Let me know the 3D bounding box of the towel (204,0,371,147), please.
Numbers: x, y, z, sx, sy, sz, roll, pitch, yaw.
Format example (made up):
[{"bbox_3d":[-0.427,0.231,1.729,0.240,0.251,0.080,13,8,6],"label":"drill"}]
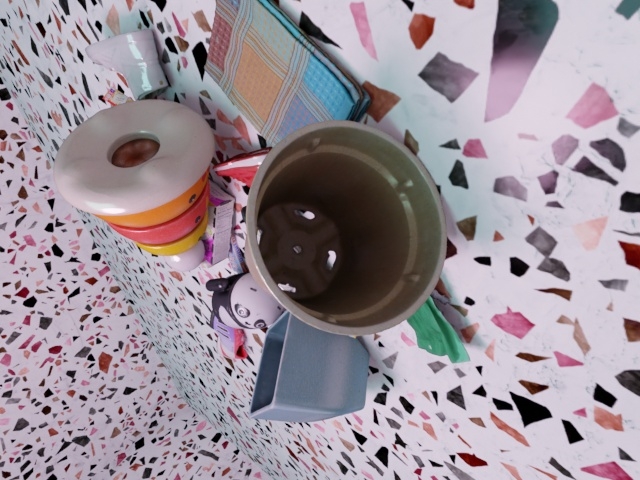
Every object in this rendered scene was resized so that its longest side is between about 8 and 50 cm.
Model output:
[{"bbox_3d":[-0.090,-0.302,0.850,0.370,0.040,0.271,48,145,8],"label":"towel"}]

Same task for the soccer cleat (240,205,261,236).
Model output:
[{"bbox_3d":[-0.135,-0.025,1.141,0.178,0.060,0.072,52,137,-9],"label":"soccer cleat"}]

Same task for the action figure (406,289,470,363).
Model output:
[{"bbox_3d":[0.202,0.128,0.861,0.137,0.063,0.232,-5,119,54],"label":"action figure"}]

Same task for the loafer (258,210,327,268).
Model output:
[{"bbox_3d":[-0.061,0.059,1.070,0.112,0.111,0.319,-12,111,53],"label":"loafer"}]

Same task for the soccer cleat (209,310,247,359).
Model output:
[{"bbox_3d":[-0.348,0.349,1.702,0.117,0.108,0.318,16,133,15],"label":"soccer cleat"}]

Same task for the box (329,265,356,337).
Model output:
[{"bbox_3d":[0.057,0.149,1.056,0.054,0.059,0.168,6,124,49],"label":"box"}]

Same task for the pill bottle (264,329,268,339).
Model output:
[{"bbox_3d":[-0.127,0.362,1.427,0.103,0.103,0.184,33,141,28],"label":"pill bottle"}]

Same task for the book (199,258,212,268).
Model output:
[{"bbox_3d":[-0.374,0.055,1.455,0.144,0.096,0.035,3,122,49],"label":"book"}]

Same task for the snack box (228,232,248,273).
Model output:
[{"bbox_3d":[-0.282,0.027,1.387,0.064,0.022,0.178,11,128,43],"label":"snack box"}]

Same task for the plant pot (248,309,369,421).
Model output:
[{"bbox_3d":[-0.016,0.347,1.145,0.253,0.246,0.248,18,148,-15],"label":"plant pot"}]

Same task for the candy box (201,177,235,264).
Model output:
[{"bbox_3d":[-0.338,-0.063,1.300,0.159,0.071,0.233,38,135,25],"label":"candy box"}]

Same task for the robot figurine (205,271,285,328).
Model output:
[{"bbox_3d":[-0.222,0.183,1.315,0.278,0.209,0.173,-14,86,54],"label":"robot figurine"}]

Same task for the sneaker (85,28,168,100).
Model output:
[{"bbox_3d":[-0.516,-0.448,1.168,0.293,0.108,0.169,13,126,42],"label":"sneaker"}]

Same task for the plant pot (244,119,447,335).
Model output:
[{"bbox_3d":[0.000,0.000,0.801,0.333,0.334,0.305,56,157,-4],"label":"plant pot"}]

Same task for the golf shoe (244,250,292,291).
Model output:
[{"bbox_3d":[-0.133,0.065,1.193,0.176,0.069,0.086,36,157,9],"label":"golf shoe"}]

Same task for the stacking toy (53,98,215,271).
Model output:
[{"bbox_3d":[-0.400,-0.082,1.134,0.351,0.351,0.479,35,154,25],"label":"stacking toy"}]

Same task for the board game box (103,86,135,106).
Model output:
[{"bbox_3d":[-0.484,-0.338,1.215,0.194,0.045,0.147,34,179,28],"label":"board game box"}]

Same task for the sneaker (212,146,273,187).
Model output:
[{"bbox_3d":[-0.171,-0.142,1.049,0.221,0.087,0.127,2,120,51],"label":"sneaker"}]
